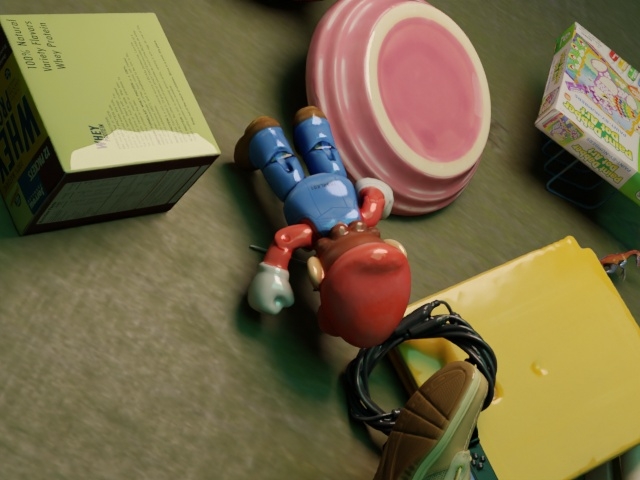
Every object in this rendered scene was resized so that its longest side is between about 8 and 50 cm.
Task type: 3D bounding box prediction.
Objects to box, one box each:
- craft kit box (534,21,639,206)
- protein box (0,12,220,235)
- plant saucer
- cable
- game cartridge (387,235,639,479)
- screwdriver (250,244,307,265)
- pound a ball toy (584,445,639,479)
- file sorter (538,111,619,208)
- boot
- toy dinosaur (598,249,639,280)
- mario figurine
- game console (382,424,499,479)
[{"bbox_3d":[0.467,-0.197,1.719,0.250,0.061,0.246,35,48,-13],"label":"craft kit box"},{"bbox_3d":[-0.260,-0.135,1.207,0.201,0.136,0.200,-12,69,-42],"label":"protein box"},{"bbox_3d":[0.129,-0.203,1.517,0.332,0.084,0.332,10,75,-40],"label":"plant saucer"},{"bbox_3d":[0.119,0.169,1.300,0.184,0.047,0.150,-33,80,-10],"label":"cable"},{"bbox_3d":[0.272,0.169,1.382,0.324,0.052,0.285,-21,73,-22],"label":"game cartridge"},{"bbox_3d":[-0.011,0.028,1.367,0.170,0.024,0.025,23,78,-21],"label":"screwdriver"},{"bbox_3d":[0.473,0.352,1.429,0.208,0.136,0.319,25,49,-21],"label":"pound a ball toy"},{"bbox_3d":[0.433,-0.156,1.776,0.118,0.104,0.170,22,50,-25],"label":"file sorter"},{"bbox_3d":[0.166,0.284,1.203,0.203,0.095,0.262,28,85,-22],"label":"boot"},{"bbox_3d":[0.471,0.035,1.696,0.082,0.090,0.047,-31,65,-1],"label":"toy dinosaur"},{"bbox_3d":[0.000,0.000,1.329,0.170,0.198,0.320,40,22,-58],"label":"mario figurine"},{"bbox_3d":[0.143,0.264,1.248,0.122,0.071,0.107,-22,74,-12],"label":"game console"}]
